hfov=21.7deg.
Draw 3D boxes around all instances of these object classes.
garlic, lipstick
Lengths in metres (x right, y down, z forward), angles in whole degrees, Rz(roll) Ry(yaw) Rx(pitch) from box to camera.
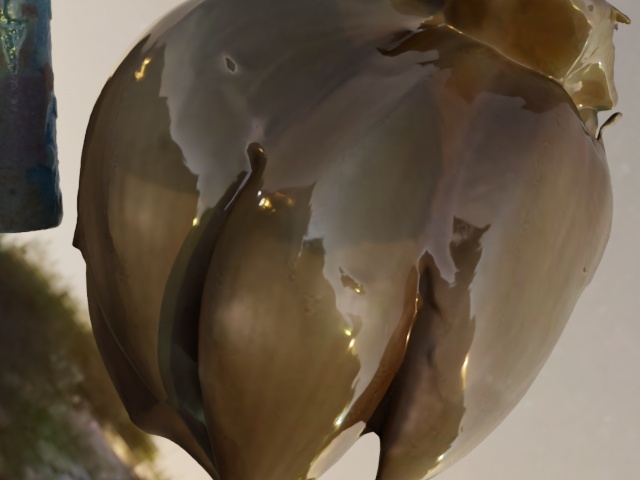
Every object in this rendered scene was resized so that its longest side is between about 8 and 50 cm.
[{"bbox_3d":[0.000,0.000,0.736,0.237,0.292,0.210,38,-14,18],"label":"garlic"},{"bbox_3d":[-0.149,-0.083,0.791,0.048,0.048,0.157,-165,-108,-69],"label":"lipstick"}]
